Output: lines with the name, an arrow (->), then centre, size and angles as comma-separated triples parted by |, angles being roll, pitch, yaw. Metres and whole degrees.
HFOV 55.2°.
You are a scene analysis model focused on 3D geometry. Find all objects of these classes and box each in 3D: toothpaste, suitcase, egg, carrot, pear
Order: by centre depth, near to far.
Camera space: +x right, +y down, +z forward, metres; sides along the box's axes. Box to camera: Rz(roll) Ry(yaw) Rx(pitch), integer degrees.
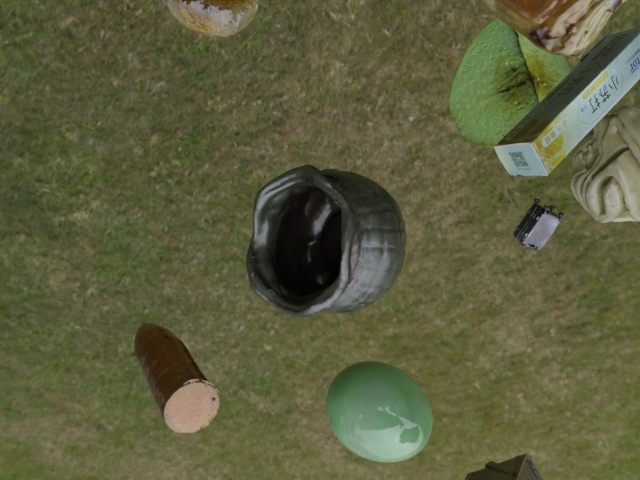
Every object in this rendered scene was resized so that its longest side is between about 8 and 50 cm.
carrot -> -0.132, 0.105, 0.526 | 0.048, 0.139, 0.048 | -14, 118, -27
toothpaste -> 0.409, -0.220, 0.961 | 0.313, 0.089, 0.071 | -43, 109, -16
pear -> 0.409, -0.316, 1.337 | 0.159, 0.292, 0.292 | -8, 145, -39
egg -> 0.136, 0.400, 1.433 | 0.269, 0.220, 0.220 | 18, 151, 39
suitcase -> 0.587, -0.040, 1.653 | 0.086, 0.059, 0.126 | 20, 111, -27

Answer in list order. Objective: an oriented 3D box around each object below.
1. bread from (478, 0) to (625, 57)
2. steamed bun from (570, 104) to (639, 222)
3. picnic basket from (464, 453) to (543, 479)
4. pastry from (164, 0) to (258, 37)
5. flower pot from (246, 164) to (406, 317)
bread -> 0.331, -0.457, 0.887 | 0.167, 0.324, 0.278 | -19, 147, -55
steamed bun -> 0.654, -0.133, 1.233 | 0.276, 0.203, 0.289 | 28, 157, -35
picnic basket -> 0.350, 0.547, 1.170 | 0.139, 0.165, 0.266 | -32, 174, 29
pastry -> -0.225, -0.503, 1.257 | 0.192, 0.182, 0.093 | 8, 150, -15
flower pot -> 0.000, 0.000, 1.154 | 0.301, 0.302, 0.213 | -38, 156, 30
